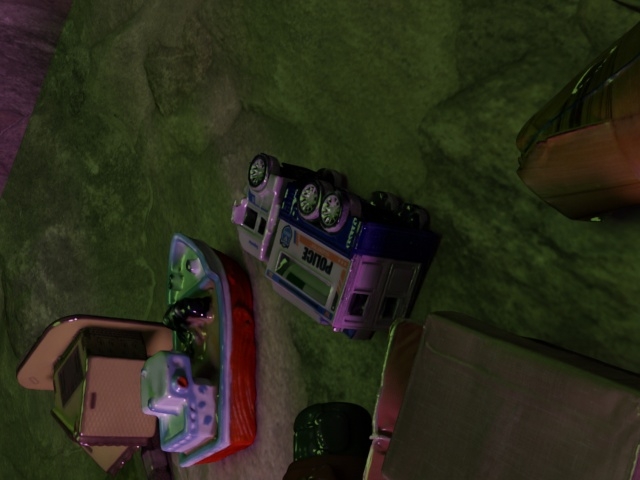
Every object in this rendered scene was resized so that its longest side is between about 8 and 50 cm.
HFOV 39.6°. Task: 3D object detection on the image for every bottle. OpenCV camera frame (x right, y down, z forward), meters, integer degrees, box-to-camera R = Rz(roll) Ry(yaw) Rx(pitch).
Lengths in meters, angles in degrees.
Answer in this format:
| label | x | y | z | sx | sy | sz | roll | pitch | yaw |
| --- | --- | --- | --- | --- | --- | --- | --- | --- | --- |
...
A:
| label | x | y | z | sx | sy | sz | roll | pitch | yaw |
| --- | --- | --- | --- | --- | --- | --- | --- | --- | --- |
| bottle | 0.017 | 0.295 | 0.875 | 0.156 | 0.143 | 0.271 | 79 | -176 | -65 |

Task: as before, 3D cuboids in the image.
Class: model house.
| label | x | y | z | sx | sy | sz | roll | pitch | yaw |
| --- | --- | --- | --- | --- | --- | --- | --- | --- | --- |
| model house | -0.309 | 0.274 | 1.307 | 0.205 | 0.218 | 0.278 | -48 | 47 | 35 |

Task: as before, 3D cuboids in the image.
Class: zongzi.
| label | x | y | z | sx | sy | sz | roll | pitch | yaw |
| --- | --- | --- | --- | --- | --- | --- | --- | --- | --- |
| zongzi | 0.292 | -0.169 | 0.719 | 0.260 | 0.123 | 0.289 | -14 | 56 | 55 |

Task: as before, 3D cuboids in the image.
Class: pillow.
| label | x | y | z | sx | sy | sz | roll | pitch | yaw |
| --- | --- | --- | --- | --- | --- | --- | --- | --- | --- |
| pillow | 0.102 | 0.194 | 0.828 | 0.043 | 0.126 | 0.232 | 146 | 136 | -74 |

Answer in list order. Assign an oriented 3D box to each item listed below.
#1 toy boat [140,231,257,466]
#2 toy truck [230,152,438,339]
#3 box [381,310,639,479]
| label | x | y | z | sx | sy | sz | roll | pitch | yaw |
| --- | --- | --- | --- | --- | --- | --- | --- | --- | --- |
| toy boat | -0.179 | 0.137 | 1.237 | 0.145 | 0.133 | 0.331 | -36 | 49 | 43 |
| toy truck | 0.000 | 0.000 | 1.049 | 0.268 | 0.124 | 0.155 | 30 | 106 | 54 |
| box | 0.187 | 0.161 | 0.695 | 0.231 | 0.149 | 0.155 | 16 | 90 | 55 |
